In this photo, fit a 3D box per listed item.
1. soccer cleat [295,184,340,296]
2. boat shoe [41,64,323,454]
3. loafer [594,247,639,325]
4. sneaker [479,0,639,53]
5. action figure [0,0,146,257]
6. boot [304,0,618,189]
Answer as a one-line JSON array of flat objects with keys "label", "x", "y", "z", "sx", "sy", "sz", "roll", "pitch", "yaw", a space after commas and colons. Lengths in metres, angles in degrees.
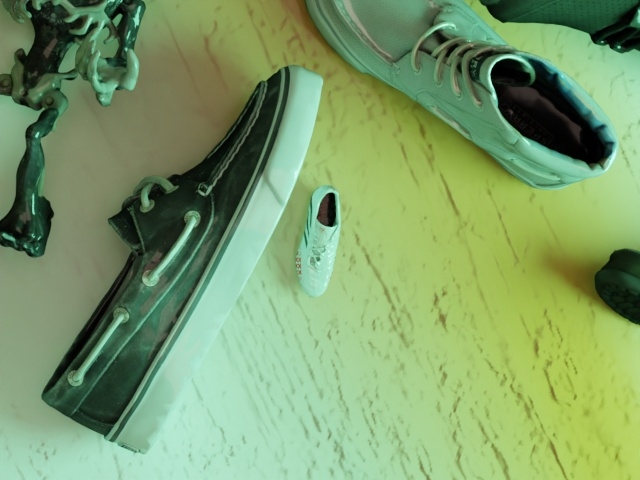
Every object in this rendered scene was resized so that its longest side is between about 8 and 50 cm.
[{"label": "soccer cleat", "x": 0.000, "y": 0.000, "z": 1.383, "sx": 0.029, "sy": 0.035, "sz": 0.083, "roll": 10, "pitch": 87, "yaw": -10}, {"label": "boat shoe", "x": -0.100, "y": -0.001, "z": 1.335, "sx": 0.102, "sy": 0.108, "sz": 0.301, "roll": 28, "pitch": 91, "yaw": -10}, {"label": "loafer", "x": 0.311, "y": 0.034, "z": 1.427, "sx": 0.220, "sy": 0.080, "sz": 0.078, "roll": 13, "pitch": 77, "yaw": -15}, {"label": "sneaker", "x": 0.275, "y": -0.169, "z": 1.375, "sx": 0.341, "sy": 0.125, "sz": 0.140, "roll": -4, "pitch": 92, "yaw": -20}, {"label": "action figure", "x": -0.197, "y": -0.133, "z": 1.298, "sx": 0.164, "sy": 0.141, "sz": 0.276, "roll": 19, "pitch": 87, "yaw": 2}, {"label": "boot", "x": 0.107, "y": -0.133, "z": 1.360, "sx": 0.258, "sy": 0.123, "sz": 0.095, "roll": 35, "pitch": 83, "yaw": -8}]
